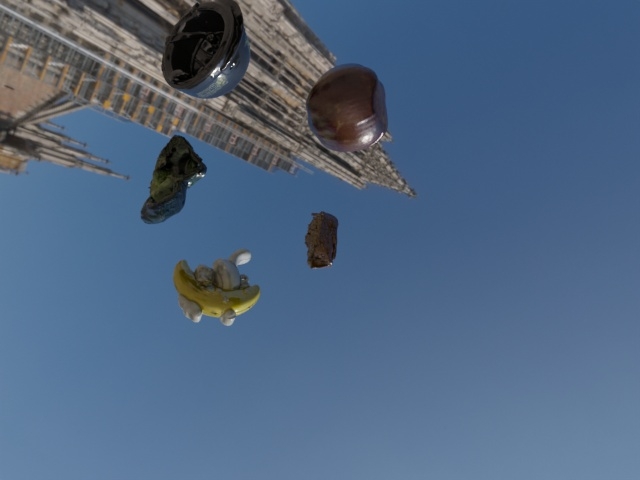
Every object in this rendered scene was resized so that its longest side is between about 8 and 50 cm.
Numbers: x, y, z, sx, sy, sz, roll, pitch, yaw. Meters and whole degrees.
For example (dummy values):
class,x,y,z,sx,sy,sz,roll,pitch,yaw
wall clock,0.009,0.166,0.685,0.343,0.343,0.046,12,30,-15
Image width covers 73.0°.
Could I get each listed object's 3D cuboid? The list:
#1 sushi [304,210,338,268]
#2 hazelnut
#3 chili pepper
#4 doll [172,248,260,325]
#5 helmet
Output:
class,x,y,z,sx,sy,sz,roll,pitch,yaw
sushi,0.000,0.000,0.704,0.052,0.055,0.120,137,-36,-58
hazelnut,0.068,-0.345,1.129,0.218,0.234,0.218,-13,-134,14
chili pepper,-0.398,-0.158,1.176,0.148,0.116,0.264,-30,-134,45
doll,-0.280,0.123,1.191,0.252,0.237,0.111,-118,-146,-42
helmet,-0.278,-0.488,1.146,0.279,0.160,0.230,-16,-108,23
